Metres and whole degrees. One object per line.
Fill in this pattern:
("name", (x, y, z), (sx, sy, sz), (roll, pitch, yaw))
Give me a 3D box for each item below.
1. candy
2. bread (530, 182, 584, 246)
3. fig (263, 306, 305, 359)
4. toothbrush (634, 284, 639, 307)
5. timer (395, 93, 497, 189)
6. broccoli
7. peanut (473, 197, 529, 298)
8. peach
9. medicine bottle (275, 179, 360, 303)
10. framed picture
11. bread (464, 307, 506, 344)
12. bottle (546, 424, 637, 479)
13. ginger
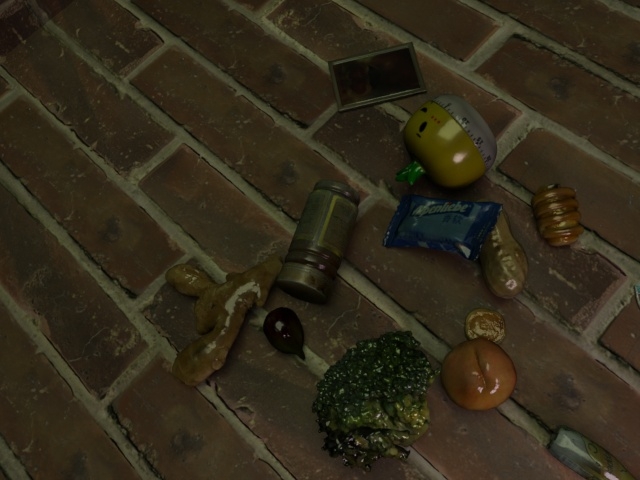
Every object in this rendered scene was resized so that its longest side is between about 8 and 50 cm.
("candy", (0.317, -0.042, 1.639), (0.331, 0.077, 0.187), (10, 65, 44))
("bread", (0.650, -0.072, 1.646), (0.119, 0.084, 0.177), (-10, 68, 5))
("fig", (-0.087, 0.254, 1.616), (0.154, 0.103, 0.109), (51, 37, -5))
("toothbrush", (0.826, 0.207, 1.523), (0.022, 0.017, 0.204), (-15, 62, 24))
("timer", (0.324, -0.244, 1.689), (0.285, 0.285, 0.285), (-4, 65, 8))
("broccoli", (0.133, 0.369, 1.417), (0.272, 0.324, 0.334), (43, 90, 14))
("peanut", (0.473, 0.016, 1.611), (0.130, 0.130, 0.290), (-15, 65, 2))
("peach", (0.382, 0.325, 1.457), (0.184, 0.184, 0.184), (-4, 65, 8))
("medicine bottle", (0.000, 0.000, 1.682), (0.151, 0.151, 0.322), (14, 68, 15))
("framed picture", (0.182, -0.534, 1.973), (0.289, 0.020, 0.211), (-12, 65, 3))
("bread", (0.430, 0.226, 1.576), (0.110, 0.024, 0.110), (-3, 65, 7))
("bottle", (0.652, 0.526, 1.370), (0.270, 0.083, 0.083), (32, 74, 18))
("ginger", (-0.261, 0.195, 1.656), (0.348, 0.122, 0.363), (-17, 54, 11))
